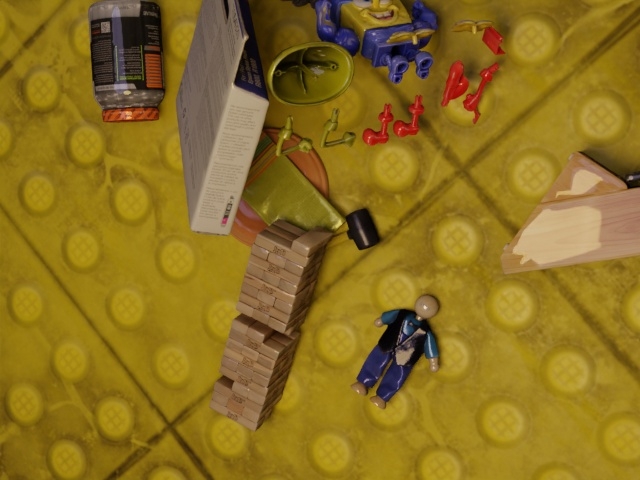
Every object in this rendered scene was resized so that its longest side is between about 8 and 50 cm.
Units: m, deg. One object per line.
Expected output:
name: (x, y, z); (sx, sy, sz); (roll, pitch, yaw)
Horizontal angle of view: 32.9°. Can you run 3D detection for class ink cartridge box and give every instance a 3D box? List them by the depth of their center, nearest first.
ink cartridge box: (-0.136, -0.233, 1.557); (0.072, 0.324, 0.330); (8, 130, -18)

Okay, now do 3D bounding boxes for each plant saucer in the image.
plant saucer: (-0.086, -0.081, 1.737); (0.200, 0.037, 0.199); (2, 95, 19)

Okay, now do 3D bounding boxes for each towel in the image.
towel: (-0.074, -0.082, 1.702); (0.237, 0.021, 0.102); (47, 108, 9)

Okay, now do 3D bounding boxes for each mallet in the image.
mallet: (0.000, 0.000, 1.719); (0.190, 0.039, 0.062); (-15, 89, 23)

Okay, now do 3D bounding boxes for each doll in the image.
doll: (0.128, 0.168, 1.681); (0.129, 0.046, 0.189); (33, 98, 23)

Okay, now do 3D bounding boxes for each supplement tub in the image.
supplement tub: (-0.313, -0.288, 1.754); (0.117, 0.117, 0.190); (-1, 94, 19)

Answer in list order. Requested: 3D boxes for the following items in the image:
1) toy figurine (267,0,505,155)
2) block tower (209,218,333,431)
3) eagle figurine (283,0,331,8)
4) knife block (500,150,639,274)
toy figurine: (0.058, -0.278, 1.590); (0.191, 0.363, 0.217); (95, 154, -44)
block tower: (-0.081, 0.126, 1.691); (0.097, 0.091, 0.335); (25, 115, 14)
eagle figurine: (0.040, -0.471, 1.575); (0.226, 0.225, 0.298); (35, 91, -28)
knife block: (0.427, -0.008, 1.541); (0.242, 0.088, 0.275); (37, 105, 13)
